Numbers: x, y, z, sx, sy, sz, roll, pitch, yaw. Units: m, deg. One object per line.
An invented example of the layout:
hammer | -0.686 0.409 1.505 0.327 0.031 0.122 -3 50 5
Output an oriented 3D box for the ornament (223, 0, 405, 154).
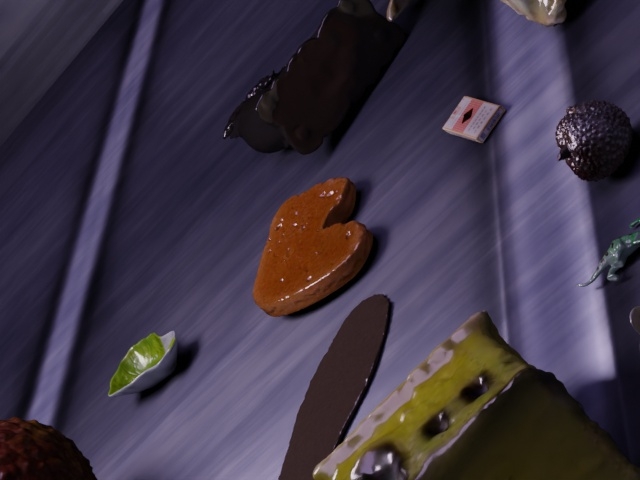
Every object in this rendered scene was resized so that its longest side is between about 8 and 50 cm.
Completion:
ornament | -0.023 -0.221 1.882 0.251 0.106 0.260 -49 15 -7

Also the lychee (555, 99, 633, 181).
lychee | 0.245 -0.090 1.243 0.083 0.067 0.068 -37 48 -17

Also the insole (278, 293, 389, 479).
insole | 0.000 0.193 1.394 0.111 0.007 0.327 -22 39 52

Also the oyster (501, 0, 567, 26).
oyster | 0.256 -0.389 1.547 0.238 0.115 0.351 -10 56 25

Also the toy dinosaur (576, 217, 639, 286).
toy dinosaur | 0.253 0.005 1.164 0.083 0.021 0.062 -22 33 44

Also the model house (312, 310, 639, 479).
model house | 0.113 0.175 1.037 0.193 0.175 0.234 -46 13 2

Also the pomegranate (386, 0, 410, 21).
pomegranate | 0.119 -0.430 1.744 0.291 0.291 0.323 -43 67 24

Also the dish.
dish | -0.217 0.163 1.786 0.137 0.039 0.091 -27 31 44

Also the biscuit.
biscuit | 0.000 0.000 1.608 0.186 0.036 0.192 -30 33 38

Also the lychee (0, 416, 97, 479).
lychee | -0.368 0.322 1.574 0.260 0.260 0.260 -41 27 27

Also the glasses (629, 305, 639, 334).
glasses | 0.331 0.086 0.902 0.221 0.088 0.189 -25 32 14

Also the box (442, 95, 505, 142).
box | 0.167 -0.133 1.507 0.046 0.012 0.083 -56 24 -2
